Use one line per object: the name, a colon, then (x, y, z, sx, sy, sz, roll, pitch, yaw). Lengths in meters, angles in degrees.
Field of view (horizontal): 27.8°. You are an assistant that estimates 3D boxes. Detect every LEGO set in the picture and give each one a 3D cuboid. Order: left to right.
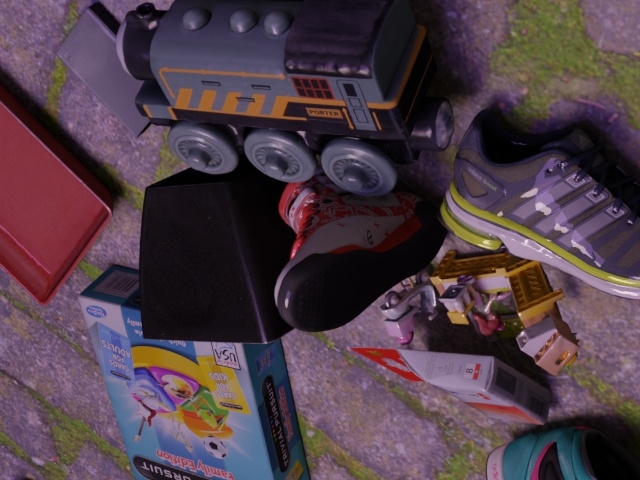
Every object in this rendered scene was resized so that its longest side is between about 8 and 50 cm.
LEGO set: (0.192, 0.084, 1.287, 0.287, 0.132, 0.107, 13, 138, 58)

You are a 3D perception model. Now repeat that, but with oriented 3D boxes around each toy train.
toy train: (-0.038, -0.153, 1.238, 0.333, 0.142, 0.190, 9, 147, 26)

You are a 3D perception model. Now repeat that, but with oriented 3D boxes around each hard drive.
hard drive: (-0.231, -0.192, 1.467, 0.135, 0.022, 0.094, 46, 136, -3)

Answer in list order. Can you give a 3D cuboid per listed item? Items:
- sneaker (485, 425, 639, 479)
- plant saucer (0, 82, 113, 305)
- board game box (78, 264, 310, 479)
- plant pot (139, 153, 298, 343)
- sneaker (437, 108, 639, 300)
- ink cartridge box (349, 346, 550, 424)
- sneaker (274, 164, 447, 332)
sneaker: (0.291, 0.320, 1.340, 0.178, 0.123, 0.296, -38, 56, 37)
plant saucer: (-0.391, -0.071, 1.660, 0.259, 0.048, 0.258, 44, 137, -1)
board game box: (-0.157, 0.210, 1.679, 0.253, 0.079, 0.336, 11, 127, 31)
plant pot: (-0.089, -0.001, 1.407, 0.188, 0.187, 0.167, -3, 107, 38)
sneaker: (0.247, -0.035, 1.178, 0.300, 0.111, 0.121, 15, 126, 24)
ink cartridge box: (0.136, 0.156, 1.390, 0.179, 0.045, 0.145, -2, 159, 35)
sneaker: (0.000, 0.001, 1.271, 0.145, 0.270, 0.090, 28, 121, 26)
